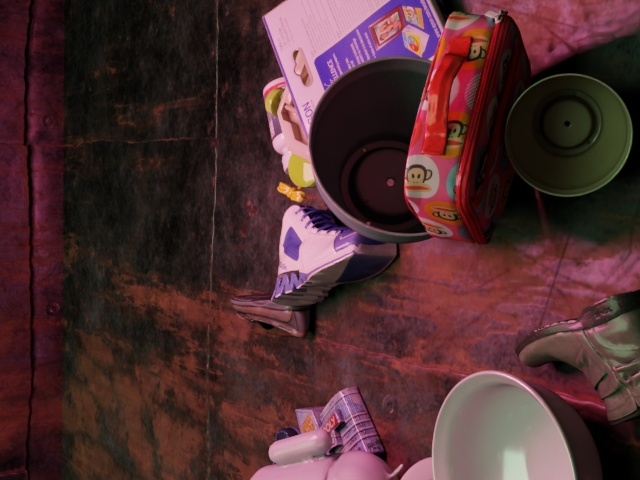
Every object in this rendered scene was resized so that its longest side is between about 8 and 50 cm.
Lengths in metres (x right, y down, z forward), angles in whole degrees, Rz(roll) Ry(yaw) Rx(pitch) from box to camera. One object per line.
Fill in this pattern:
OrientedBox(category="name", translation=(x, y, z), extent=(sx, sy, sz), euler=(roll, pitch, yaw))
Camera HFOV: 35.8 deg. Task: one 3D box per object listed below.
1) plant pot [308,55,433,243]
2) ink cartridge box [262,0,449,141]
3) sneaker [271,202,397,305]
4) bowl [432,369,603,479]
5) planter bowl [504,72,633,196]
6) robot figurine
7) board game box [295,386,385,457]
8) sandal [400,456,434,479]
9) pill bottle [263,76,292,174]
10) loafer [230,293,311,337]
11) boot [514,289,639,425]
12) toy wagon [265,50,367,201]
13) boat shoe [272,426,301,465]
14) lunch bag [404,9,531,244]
OrientedBox(category="plant pot", translation=(0.120, -0.119, 1.584), extent=(0.196, 0.293, 0.293), euler=(104, 157, -73))
OrientedBox(category="ink cartridge box", translation=(0.069, -0.355, 1.721), extent=(0.307, 0.072, 0.303), euler=(-33, 61, 27))
OrientedBox(category="sneaker", translation=(-0.001, 0.000, 1.882), extent=(0.315, 0.127, 0.182), euler=(-29, 61, 51))
OrientedBox(category="bowl", translation=(0.298, 0.326, 1.401), extent=(0.298, 0.134, 0.298), euler=(4, 94, 58))
OrientedBox(category="planter bowl", translation=(0.333, -0.150, 1.332), extent=(0.109, 0.162, 0.162), euler=(-50, -27, -68))
OrientedBox(category="robot figurine", translation=(0.003, 0.484, 1.757), extent=(0.353, 0.200, 0.300), euler=(-15, 97, 26))
OrientedBox(category="board game box", translation=(0.025, 0.378, 1.916), extent=(0.194, 0.060, 0.194), euler=(-60, 44, 40))
OrientedBox(category="sandal", translation=(0.243, 0.518, 1.516), extent=(0.416, 0.169, 0.102), euler=(54, 174, 43))
OrientedBox(category="pill bottle", translation=(-0.048, -0.228, 1.979), extent=(0.108, 0.108, 0.180), euler=(-35, 62, 53))
OrientedBox(category="loafer", translation=(-0.112, 0.160, 2.109), extent=(0.267, 0.096, 0.084), euler=(-2, 95, 56))
OrientedBox(category="boot", translation=(0.370, 0.178, 1.341), extent=(0.246, 0.083, 0.161), euler=(-39, 64, 53))
OrientedBox(category="toy wagon", translation=(0.012, -0.236, 1.836), extent=(0.267, 0.068, 0.344), euler=(30, 107, 38))
OrientedBox(category="boat shoe", translation=(-0.063, 0.515, 2.032), extent=(0.109, 0.089, 0.258), euler=(-34, 63, 54))
OrientedBox(category="lunch bag", translation=(0.200, -0.162, 1.360), extent=(0.120, 0.258, 0.293), euler=(9, 73, 23))
